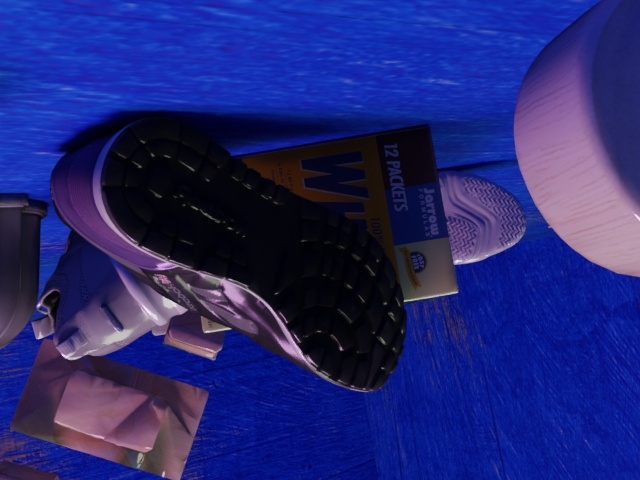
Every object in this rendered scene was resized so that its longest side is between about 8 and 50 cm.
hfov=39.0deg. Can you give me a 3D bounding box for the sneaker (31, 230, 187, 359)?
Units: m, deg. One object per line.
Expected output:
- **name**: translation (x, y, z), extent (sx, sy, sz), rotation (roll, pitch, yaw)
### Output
- **sneaker**: translation (-0.205, 0.039, 0.784), extent (0.115, 0.105, 0.281), rotation (-35, -169, -17)

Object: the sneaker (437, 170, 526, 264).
- **sneaker**: translation (0.088, -0.017, 1.026), extent (0.269, 0.101, 0.153), rotation (-4, 176, 1)

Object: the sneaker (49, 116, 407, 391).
- **sneaker**: translation (-0.058, 0.013, 0.638), extent (0.283, 0.107, 0.124), rotation (39, 154, -32)

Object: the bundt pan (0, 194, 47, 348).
- **bundt pan**: translation (-0.385, 0.051, 0.742), extent (0.331, 0.124, 0.331), rotation (-10, 175, -1)

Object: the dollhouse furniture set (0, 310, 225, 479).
- **dollhouse furniture set**: translation (-0.351, 0.187, 1.159), extent (0.394, 0.362, 0.256), rotation (20, 168, -9)

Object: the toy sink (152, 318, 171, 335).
- **toy sink**: translation (-0.132, 0.071, 1.397), extent (0.234, 0.131, 0.153), rotation (-11, 176, 12)

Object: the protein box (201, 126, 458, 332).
- **protein box**: translation (0.000, 0.000, 0.796), extent (0.201, 0.135, 0.200), rotation (-9, 175, 1)

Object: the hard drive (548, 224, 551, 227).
- **hard drive**: translation (0.286, -0.055, 0.671), extent (0.172, 0.054, 0.255), rotation (-8, 175, -8)

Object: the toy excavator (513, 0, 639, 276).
- **toy excavator**: translation (0.374, -0.065, 0.447), extent (0.433, 0.445, 0.222), rotation (-50, -179, -10)
